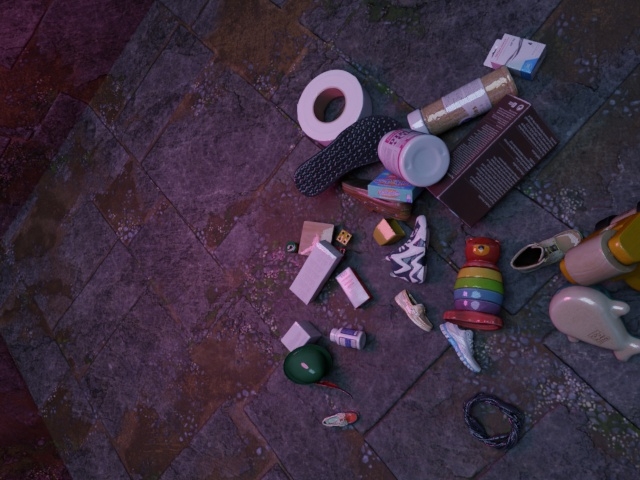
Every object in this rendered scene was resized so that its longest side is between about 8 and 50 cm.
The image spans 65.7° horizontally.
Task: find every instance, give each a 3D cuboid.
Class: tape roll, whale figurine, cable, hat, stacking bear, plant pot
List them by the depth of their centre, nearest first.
[{"bbox_3d":[0.799,0.223,1.421,0.272,0.141,0.216,38,138,8],"label":"whale figurine"},{"bbox_3d":[0.533,0.566,1.556,0.185,0.047,0.150,21,98,26],"label":"cable"},{"bbox_3d":[0.504,0.127,1.569,0.176,0.164,0.288,3,73,28],"label":"stacking bear"},{"bbox_3d":[-0.027,0.485,1.748,0.209,0.183,0.173,-26,112,4],"label":"hat"},{"bbox_3d":[0.239,-0.024,1.775,0.083,0.081,0.081,-46,65,28],"label":"plant pot"},{"bbox_3d":[0.053,-0.511,1.930,0.286,0.100,0.286,-4,82,27],"label":"tape roll"}]

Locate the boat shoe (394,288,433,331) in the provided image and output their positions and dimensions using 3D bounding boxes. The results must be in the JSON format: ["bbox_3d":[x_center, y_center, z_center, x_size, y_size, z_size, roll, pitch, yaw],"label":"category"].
[{"bbox_3d":[0.327,0.237,1.696,0.170,0.063,0.059,48,111,26],"label":"boat shoe"}]

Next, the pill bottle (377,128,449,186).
[{"bbox_3d":[0.290,-0.278,1.612,0.160,0.160,0.283,-57,19,9],"label":"pill bottle"}]

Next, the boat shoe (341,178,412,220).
[{"bbox_3d":[0.193,-0.148,1.794,0.307,0.111,0.104,25,126,43],"label":"boat shoe"}]

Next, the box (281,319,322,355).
[{"bbox_3d":[-0.072,0.367,1.866,0.087,0.102,0.101,43,104,24],"label":"box"}]

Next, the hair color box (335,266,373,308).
[{"bbox_3d":[0.124,0.174,1.824,0.072,0.043,0.141,-39,68,17],"label":"hair color box"}]

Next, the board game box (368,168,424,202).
[{"bbox_3d":[0.280,-0.202,1.711,0.160,0.210,0.047,11,124,28],"label":"board game box"}]

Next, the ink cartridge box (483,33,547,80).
[{"bbox_3d":[0.644,-0.618,1.655,0.180,0.060,0.104,30,98,28],"label":"ink cartridge box"}]

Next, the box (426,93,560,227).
[{"bbox_3d":[0.533,-0.246,1.570,0.381,0.191,0.143,-47,31,13],"label":"box"}]

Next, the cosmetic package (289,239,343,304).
[{"bbox_3d":[-0.016,0.120,1.861,0.099,0.060,0.239,42,117,21],"label":"cosmetic package"}]

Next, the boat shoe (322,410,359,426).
[{"bbox_3d":[0.073,0.644,1.783,0.137,0.043,0.049,-17,73,23],"label":"boat shoe"}]

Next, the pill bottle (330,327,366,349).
[{"bbox_3d":[0.099,0.353,1.798,0.120,0.067,0.067,6,86,28],"label":"pill bottle"}]

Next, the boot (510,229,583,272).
[{"bbox_3d":[0.678,0.031,1.482,0.213,0.165,0.077,-32,70,22],"label":"boot"}]

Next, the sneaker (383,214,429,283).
[{"bbox_3d":[0.295,0.027,1.726,0.153,0.094,0.234,4,95,20],"label":"sneaker"}]

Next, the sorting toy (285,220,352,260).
[{"bbox_3d":[0.000,0.000,1.913,0.275,0.046,0.132,8,86,29],"label":"sorting toy"}]

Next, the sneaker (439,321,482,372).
[{"bbox_3d":[0.471,0.335,1.605,0.083,0.071,0.190,-37,68,12],"label":"sneaker"}]

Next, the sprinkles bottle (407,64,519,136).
[{"bbox_3d":[0.479,-0.457,1.684,0.355,0.121,0.121,-25,72,23],"label":"sprinkles bottle"}]

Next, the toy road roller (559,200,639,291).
[{"bbox_3d":[0.844,0.050,1.321,0.330,0.202,0.240,-31,80,-26],"label":"toy road roller"}]

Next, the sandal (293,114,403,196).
[{"bbox_3d":[0.095,-0.325,1.844,0.446,0.107,0.167,-29,101,6],"label":"sandal"}]
